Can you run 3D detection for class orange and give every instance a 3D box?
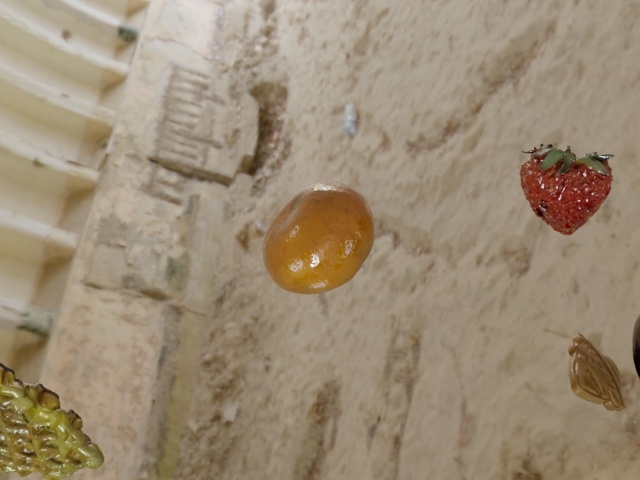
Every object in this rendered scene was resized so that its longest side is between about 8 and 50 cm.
[{"bbox_3d":[0.000,0.000,1.567,0.240,0.171,0.240,-41,26,25],"label":"orange"}]

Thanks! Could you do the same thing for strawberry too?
[{"bbox_3d":[0.436,-0.079,1.524,0.228,0.174,0.098,93,-162,-59],"label":"strawberry"}]

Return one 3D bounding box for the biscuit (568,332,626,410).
[{"bbox_3d":[0.519,0.252,1.548,0.035,0.250,0.162,-44,71,29],"label":"biscuit"}]

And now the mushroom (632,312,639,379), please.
[{"bbox_3d":[0.690,0.212,1.521,0.194,0.231,0.138,-45,2,-26],"label":"mushroom"}]

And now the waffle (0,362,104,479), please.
[{"bbox_3d":[-0.401,0.234,1.027,0.237,0.243,0.059,-19,36,34],"label":"waffle"}]
